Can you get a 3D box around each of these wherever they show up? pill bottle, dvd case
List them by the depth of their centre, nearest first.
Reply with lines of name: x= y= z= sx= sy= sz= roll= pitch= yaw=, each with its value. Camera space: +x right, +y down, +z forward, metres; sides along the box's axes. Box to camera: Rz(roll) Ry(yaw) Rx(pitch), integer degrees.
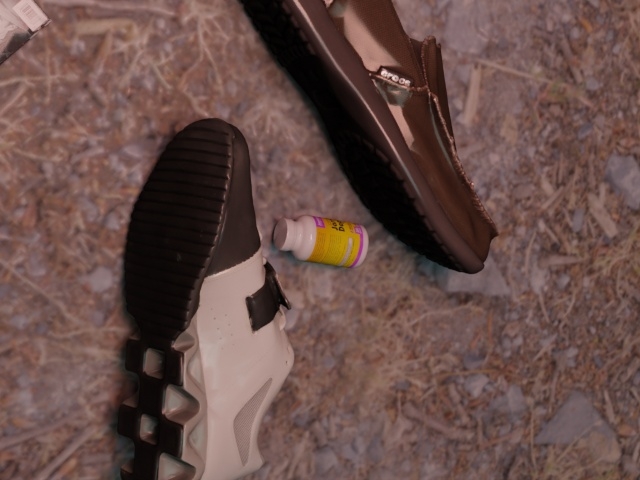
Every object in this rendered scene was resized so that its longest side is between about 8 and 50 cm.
dvd case: x=-0.284 y=-0.167 z=0.758 sx=0.119 sy=0.013 sz=0.087 roll=-45 pitch=115 yaw=-9
pill bottle: x=0.000 y=0.000 z=0.909 sx=0.083 sy=0.043 sz=0.043 roll=9 pitch=97 yaw=-27

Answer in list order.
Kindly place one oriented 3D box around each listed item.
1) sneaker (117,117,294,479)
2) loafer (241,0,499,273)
sneaker: x=-0.087 y=0.060 z=0.855 sx=0.146 sy=0.122 sz=0.331 roll=1 pitch=100 yaw=-43
loafer: x=0.073 y=-0.127 z=0.864 sx=0.130 sy=0.134 sz=0.366 roll=-39 pitch=114 yaw=-13
